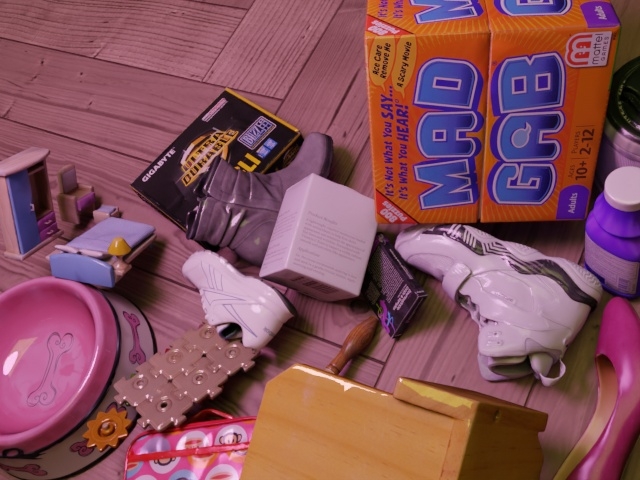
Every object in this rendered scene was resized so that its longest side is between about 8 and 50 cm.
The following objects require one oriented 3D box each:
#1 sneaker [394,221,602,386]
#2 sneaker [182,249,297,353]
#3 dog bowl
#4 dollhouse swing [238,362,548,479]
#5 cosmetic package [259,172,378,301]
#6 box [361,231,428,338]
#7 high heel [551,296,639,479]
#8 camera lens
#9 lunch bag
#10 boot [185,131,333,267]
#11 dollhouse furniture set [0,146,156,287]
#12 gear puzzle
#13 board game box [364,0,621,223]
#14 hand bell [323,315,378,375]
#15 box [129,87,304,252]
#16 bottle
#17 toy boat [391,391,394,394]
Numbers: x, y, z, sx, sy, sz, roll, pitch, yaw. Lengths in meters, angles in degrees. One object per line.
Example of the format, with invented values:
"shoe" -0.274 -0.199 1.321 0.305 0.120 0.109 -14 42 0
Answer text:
"sneaker" 0.270 0.105 1.227 0.365 0.137 0.210 18 65 23
"sneaker" -0.183 0.111 1.379 0.297 0.111 0.129 24 72 43
"dog bowl" -0.540 0.250 1.414 0.407 0.150 0.408 -9 58 15
"dollhouse swing" 0.097 0.367 1.050 0.304 0.315 0.347 10 83 43
"cosmetic package" 0.000 0.000 1.327 0.151 0.151 0.184 22 73 -18
"box" 0.122 0.081 1.316 0.029 0.116 0.162 -4 47 -34
"high heel" 0.405 0.263 1.089 0.181 0.127 0.378 2 64 8
"camera lens" 0.572 -0.160 1.198 0.219 0.274 0.220 -8 59 14
"lunch bag" -0.191 0.411 1.226 0.292 0.120 0.258 -11 53 14
"boot" -0.118 -0.117 1.435 0.222 0.118 0.338 28 64 -15
"dollhouse furniture set" -0.470 -0.074 1.493 0.303 0.198 0.286 11 29 16
"gear puzzle" -0.273 0.276 1.315 0.339 0.044 0.175 -36 45 -29
"board game box" 0.269 -0.279 1.241 0.356 0.357 0.356 -1 42 8
"hand bell" 0.028 0.226 1.278 0.126 0.126 0.242 28 61 30
"box" -0.223 -0.161 1.591 0.257 0.079 0.322 35 76 30
"bottle" 0.479 -0.010 1.137 0.092 0.283 0.118 -46 56 -10
"toy boat" 0.123 0.346 1.157 0.231 0.151 0.151 -42 87 -7
